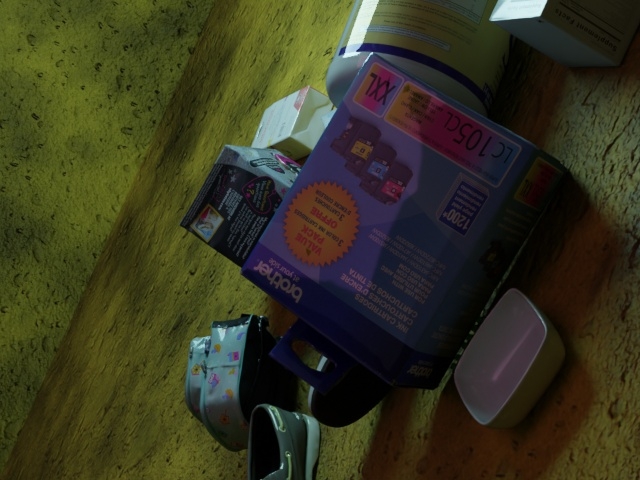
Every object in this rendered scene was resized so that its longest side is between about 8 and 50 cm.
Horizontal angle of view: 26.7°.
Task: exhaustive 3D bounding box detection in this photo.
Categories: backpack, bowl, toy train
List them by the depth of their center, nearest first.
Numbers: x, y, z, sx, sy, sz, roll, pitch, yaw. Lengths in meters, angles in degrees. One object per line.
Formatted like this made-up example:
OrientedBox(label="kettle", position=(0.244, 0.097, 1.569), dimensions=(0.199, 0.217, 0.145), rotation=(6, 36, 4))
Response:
OrientedBox(label="bowl", position=(0.220, 0.141, 1.532), dimensions=(0.142, 0.053, 0.142), rotation=(-57, 21, 14))
OrientedBox(label="toy train", position=(0.188, 0.131, 1.673), dimensions=(0.083, 0.017, 0.024), rotation=(-61, 30, 5))
OrientedBox(label="backpack", position=(-0.125, 0.229, 2.077), dimensions=(0.144, 0.166, 0.188), rotation=(-16, 51, 18))

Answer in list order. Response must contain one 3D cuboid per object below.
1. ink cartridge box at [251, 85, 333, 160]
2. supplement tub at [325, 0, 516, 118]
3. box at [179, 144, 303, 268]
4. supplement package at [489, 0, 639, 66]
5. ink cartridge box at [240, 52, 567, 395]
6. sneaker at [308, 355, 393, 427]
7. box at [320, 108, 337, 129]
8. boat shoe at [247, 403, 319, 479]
OrientedBox(label="ink cartridge box", position=(-0.059, -0.215, 2.614), dimensions=(0.198, 0.067, 0.115), rotation=(-15, 51, 61))
OrientedBox(label="supplement tub", position=(0.168, -0.322, 1.951), dimensions=(0.241, 0.241, 0.331), rotation=(-14, 52, 64))
OrientedBox(label="box", position=(-0.097, -0.058, 2.261), dimensions=(0.163, 0.142, 0.247), rotation=(-59, -13, 11))
OrientedBox(label="supplement package", position=(0.345, -0.358, 1.715), dimensions=(0.244, 0.139, 0.134), rotation=(-64, 22, -3))
OrientedBox(label="ink cartridge box", position=(0.088, 0.005, 1.695), dimensions=(0.270, 0.151, 0.395), rotation=(34, 99, 27))
OrientedBox(label="sneaker", position=(0.045, 0.111, 1.880), dimensions=(0.295, 0.124, 0.178), rotation=(-59, 24, -10))
OrientedBox(label="box", position=(0.066, -0.092, 2.004), dimensions=(0.038, 0.186, 0.145), rotation=(-29, 28, 8))
OrientedBox(label="boat shoe", position=(-0.062, 0.357, 1.889), dimensions=(0.109, 0.091, 0.305), rotation=(-49, 25, 34))
